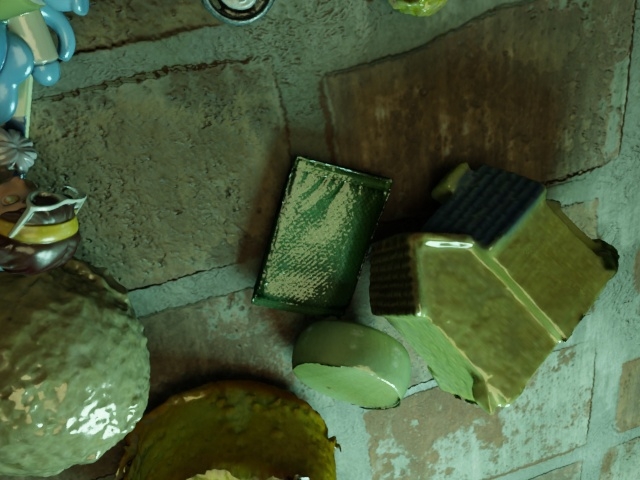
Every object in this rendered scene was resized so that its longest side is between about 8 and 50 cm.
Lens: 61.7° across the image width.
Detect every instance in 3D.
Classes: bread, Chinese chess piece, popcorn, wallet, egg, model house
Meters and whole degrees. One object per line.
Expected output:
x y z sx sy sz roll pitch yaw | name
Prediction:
-0.146 0.403 0.865 0.358 0.204 0.337 15 104 -20 | bread
0.048 0.195 0.841 0.188 0.083 0.188 13 148 8 | Chinese chess piece
0.132 -0.331 0.674 0.109 0.089 0.097 -14 129 -11 | popcorn
-0.001 -0.001 0.802 0.160 0.055 0.236 10 107 -25 | wallet
-0.357 0.142 0.654 0.310 0.279 0.279 42 98 -7 | egg
0.225 0.049 0.814 0.266 0.261 0.321 46 75 -4 | model house

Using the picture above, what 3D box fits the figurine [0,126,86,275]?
-0.374 -0.049 0.584 0.240 0.175 0.116 32 107 6 | figurine

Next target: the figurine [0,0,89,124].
-0.339 -0.222 0.529 0.262 0.154 0.180 -15 143 5 | figurine

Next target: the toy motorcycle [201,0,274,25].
-0.098 -0.416 0.552 0.222 0.108 0.341 -28 125 8 | toy motorcycle

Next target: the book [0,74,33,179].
-0.451 -0.195 0.606 0.228 0.018 0.323 8 111 -19 | book
